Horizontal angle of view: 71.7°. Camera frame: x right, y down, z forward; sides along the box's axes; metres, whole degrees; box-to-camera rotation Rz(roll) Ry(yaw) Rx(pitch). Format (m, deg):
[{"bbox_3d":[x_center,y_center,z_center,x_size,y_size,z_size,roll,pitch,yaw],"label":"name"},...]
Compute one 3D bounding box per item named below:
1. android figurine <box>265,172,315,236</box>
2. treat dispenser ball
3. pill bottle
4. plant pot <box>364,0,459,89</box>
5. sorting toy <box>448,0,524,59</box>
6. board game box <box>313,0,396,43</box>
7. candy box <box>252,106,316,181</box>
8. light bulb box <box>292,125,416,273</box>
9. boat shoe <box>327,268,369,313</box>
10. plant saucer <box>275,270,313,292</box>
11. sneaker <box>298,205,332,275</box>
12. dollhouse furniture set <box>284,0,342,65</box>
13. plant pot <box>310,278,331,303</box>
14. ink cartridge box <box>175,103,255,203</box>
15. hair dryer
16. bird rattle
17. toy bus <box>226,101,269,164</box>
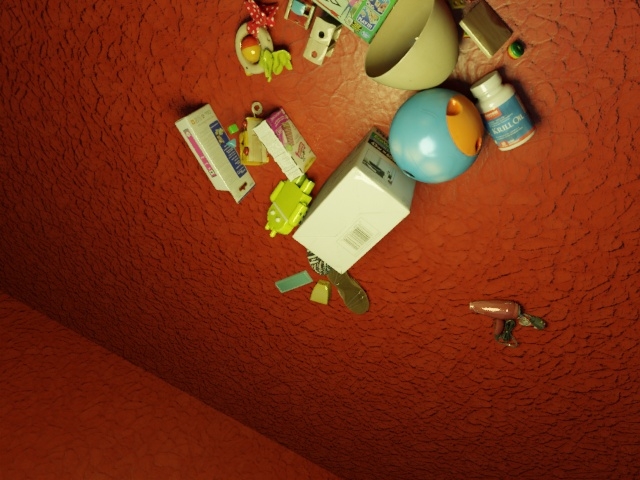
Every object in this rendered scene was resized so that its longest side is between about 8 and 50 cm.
[{"bbox_3d":[-0.126,-0.138,1.717,0.056,0.248,0.273,26,107,-37],"label":"android figurine"},{"bbox_3d":[0.357,-0.323,1.380,0.287,0.288,0.289,10,125,14],"label":"treat dispenser ball"},{"bbox_3d":[0.554,-0.399,1.362,0.124,0.124,0.222,-29,108,33],"label":"pill bottle"},{"bbox_3d":[0.291,-0.556,1.291,0.190,0.284,0.284,23,131,-27],"label":"plant pot"},{"bbox_3d":[0.458,-0.603,1.269,0.274,0.132,0.046,46,155,-7],"label":"sorting toy"},{"bbox_3d":[0.080,-0.770,1.302,0.317,0.046,0.214,37,115,0],"label":"board game box"},{"bbox_3d":[-0.126,-0.353,1.621,0.071,0.159,0.234,-24,112,32],"label":"candy box"},{"bbox_3d":[0.131,-0.145,1.537,0.225,0.361,0.358,38,127,-9],"label":"light bulb box"},{"bbox_3d":[0.122,0.203,1.953,0.104,0.089,0.285,-31,112,6],"label":"boat shoe"},{"bbox_3d":[-0.128,0.197,2.072,0.191,0.018,0.067,-23,112,32],"label":"plant saucer"},{"bbox_3d":[0.000,0.000,1.793,0.106,0.162,0.282,-18,84,14],"label":"sneaker"},{"bbox_3d":[-0.041,-0.666,1.401,0.183,0.129,0.129,27,127,0],"label":"dollhouse furniture set"},{"bbox_3d":[0.008,0.225,2.005,0.081,0.081,0.084,15,116,11],"label":"plant pot"},{"bbox_3d":[-0.397,-0.331,1.724,0.069,0.176,0.371,-18,114,29],"label":"ink cartridge box"},{"bbox_3d":[0.734,0.333,1.805,0.293,0.080,0.224,35,127,-4],"label":"hair dryer"},{"bbox_3d":[-0.216,-0.658,1.480,0.206,0.143,0.254,-5,118,42],"label":"bird rattle"},{"bbox_3d":[-0.259,-0.382,1.681,0.191,0.202,0.104,48,156,-22],"label":"toy bus"}]
